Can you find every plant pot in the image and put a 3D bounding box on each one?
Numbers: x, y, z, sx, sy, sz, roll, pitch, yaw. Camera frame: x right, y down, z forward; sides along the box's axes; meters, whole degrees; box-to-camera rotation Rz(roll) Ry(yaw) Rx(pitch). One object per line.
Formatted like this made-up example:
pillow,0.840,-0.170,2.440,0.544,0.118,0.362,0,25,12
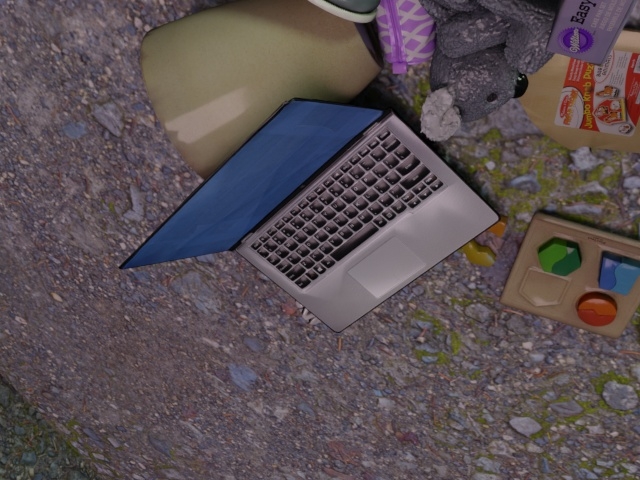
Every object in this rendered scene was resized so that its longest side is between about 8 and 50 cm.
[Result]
plant pot,-0.061,-0.237,0.968,0.274,0.256,0.256,-21,120,19

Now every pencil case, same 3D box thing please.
pencil case,0.102,-0.330,0.895,0.086,0.088,0.206,0,131,26

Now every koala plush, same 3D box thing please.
koala plush,0.198,-0.244,0.870,0.203,0.196,0.221,25,139,14

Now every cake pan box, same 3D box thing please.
cake pan box,0.296,-0.343,0.637,0.070,0.266,0.245,18,156,8

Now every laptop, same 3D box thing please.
laptop,0.000,0.000,1.047,0.408,0.236,0.382,41,121,-17

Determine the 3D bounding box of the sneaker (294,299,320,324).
sneaker,-0.027,0.025,1.283,0.118,0.110,0.292,-20,123,21

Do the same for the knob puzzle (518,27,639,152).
knob puzzle,0.358,-0.209,0.929,0.213,0.030,0.213,13,135,13

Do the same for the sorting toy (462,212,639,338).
sorting toy,0.381,0.055,1.152,0.307,0.041,0.229,17,135,10

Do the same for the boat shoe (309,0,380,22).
boat shoe,-0.030,-0.401,0.832,0.319,0.116,0.099,50,133,6
